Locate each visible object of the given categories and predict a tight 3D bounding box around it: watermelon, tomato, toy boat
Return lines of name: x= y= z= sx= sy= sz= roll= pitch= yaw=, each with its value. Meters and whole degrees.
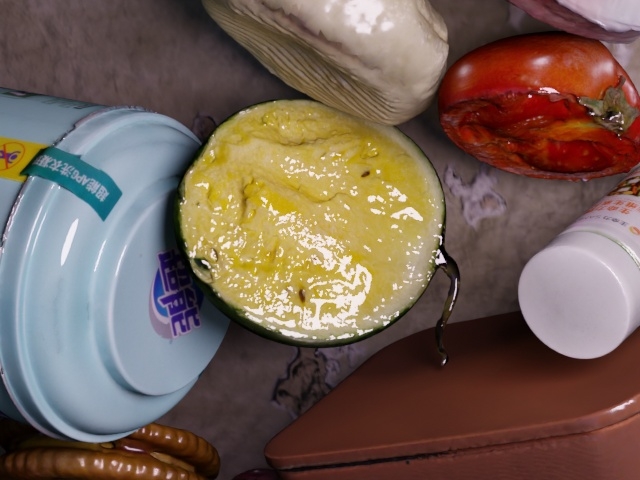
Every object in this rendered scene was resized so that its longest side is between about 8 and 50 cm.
watermelon: x=-0.007 y=-0.004 z=1.486 sx=0.232 sy=0.204 sz=0.127 roll=12 pitch=158 yaw=-8
tomato: x=0.163 y=-0.111 z=1.353 sx=0.139 sy=0.159 sz=0.091 roll=-12 pitch=65 yaw=44
toy boat: x=0.119 y=-0.208 z=1.318 sx=0.206 sy=0.096 sz=0.282 roll=36 pitch=172 yaw=-25

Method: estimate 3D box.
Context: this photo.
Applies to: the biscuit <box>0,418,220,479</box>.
biscuit: x=-0.197 y=0.211 z=1.718 sx=0.220 sy=0.220 sz=0.066 roll=-8 pitch=65 yaw=37

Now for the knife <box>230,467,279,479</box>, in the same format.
knife: x=-0.005 y=0.248 z=1.622 sx=0.123 sy=0.053 sz=0.278 roll=62 pitch=164 yaw=-18

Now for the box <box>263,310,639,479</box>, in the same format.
box: x=0.174 y=0.193 z=1.414 sx=0.339 sy=0.239 sz=0.229 roll=-12 pitch=107 yaw=38

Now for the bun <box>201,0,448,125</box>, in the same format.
bun: x=0.013 y=-0.184 z=1.403 sx=0.222 sy=0.127 sz=0.222 roll=30 pitch=170 yaw=6

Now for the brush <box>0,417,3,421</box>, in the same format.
brush: x=-0.352 y=0.144 z=1.729 sx=0.050 sy=0.321 sz=0.060 roll=-54 pitch=45 yaw=20

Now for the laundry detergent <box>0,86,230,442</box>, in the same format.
laundry detergent: x=-0.242 y=0.014 z=1.583 sx=0.305 sy=0.287 sz=0.287 roll=12 pitch=118 yaw=31

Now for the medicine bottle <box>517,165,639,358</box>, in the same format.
medicine bottle: x=0.219 y=0.010 z=1.325 sx=0.086 sy=0.183 sz=0.086 roll=15 pitch=119 yaw=28
